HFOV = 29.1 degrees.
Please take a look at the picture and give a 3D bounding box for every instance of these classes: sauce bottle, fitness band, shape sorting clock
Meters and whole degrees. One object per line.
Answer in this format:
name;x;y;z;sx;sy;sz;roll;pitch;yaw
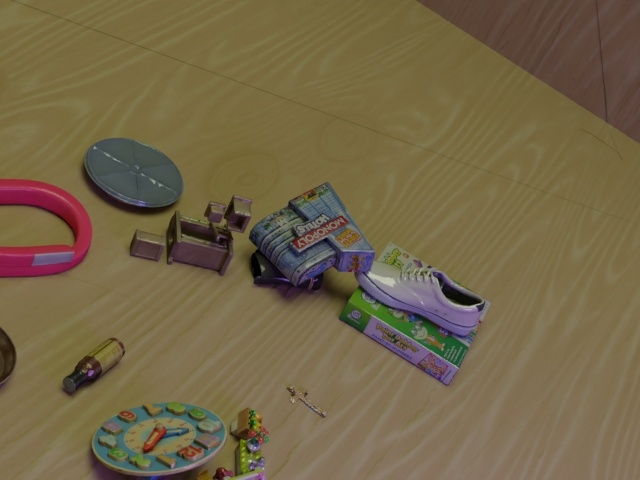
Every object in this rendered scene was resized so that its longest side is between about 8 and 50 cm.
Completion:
sauce bottle;-0.366;0.201;1.982;0.042;0.042;0.128;37;37;12
fitness band;-0.537;-0.025;2.147;0.290;0.054;0.209;-1;42;-36
shape sorting clock;-0.245;0.298;1.882;0.206;0.040;0.206;2;25;-1

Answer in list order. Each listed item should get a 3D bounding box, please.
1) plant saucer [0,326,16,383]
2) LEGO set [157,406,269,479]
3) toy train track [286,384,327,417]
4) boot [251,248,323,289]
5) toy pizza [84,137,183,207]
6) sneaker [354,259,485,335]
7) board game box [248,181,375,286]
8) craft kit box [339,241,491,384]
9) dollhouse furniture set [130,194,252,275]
plant saucer;-0.554;0.177;1.899;0.168;0.029;0.168;18;36;-13
LEGO set;-0.129;0.344;1.903;0.132;0.107;0.287;37;37;12
toy train track;-0.022;0.276;2.140;0.083;0.014;0.048;37;37;12
boot;-0.081;0.009;2.386;0.137;0.077;0.198;3;41;-23
toy pizza;-0.364;-0.127;2.398;0.201;0.032;0.201;19;36;-14
sneaker;0.194;0.087;2.359;0.258;0.091;0.094;23;36;-3
board game box;0.000;0.000;2.333;0.194;0.060;0.194;-28;57;-32
craft kit box;0.191;0.137;2.421;0.246;0.061;0.250;29;35;6
dollhouse furniture set;-0.239;-0.043;2.266;0.181;0.161;0.101;14;38;-20
